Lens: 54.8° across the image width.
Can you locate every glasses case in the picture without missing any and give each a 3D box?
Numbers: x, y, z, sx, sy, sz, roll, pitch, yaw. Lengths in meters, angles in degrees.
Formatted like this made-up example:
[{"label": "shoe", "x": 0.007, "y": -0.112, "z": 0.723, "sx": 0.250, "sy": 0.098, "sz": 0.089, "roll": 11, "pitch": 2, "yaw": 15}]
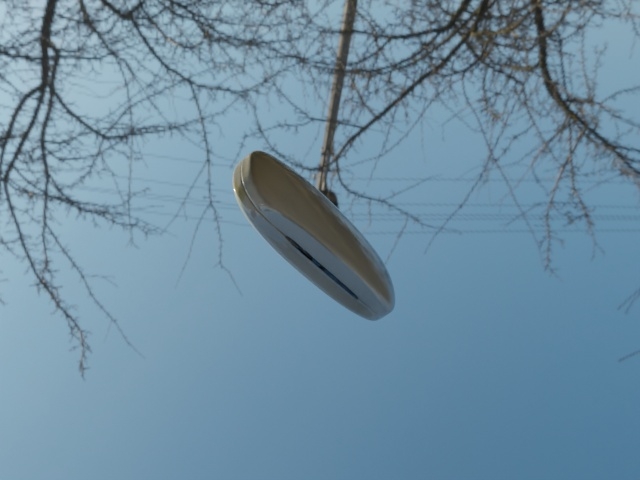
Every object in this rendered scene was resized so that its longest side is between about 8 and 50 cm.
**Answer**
[{"label": "glasses case", "x": 0.000, "y": 0.000, "z": 0.441, "sx": 0.164, "sy": 0.041, "sz": 0.063, "roll": 42, "pitch": -154, "yaw": -33}]
